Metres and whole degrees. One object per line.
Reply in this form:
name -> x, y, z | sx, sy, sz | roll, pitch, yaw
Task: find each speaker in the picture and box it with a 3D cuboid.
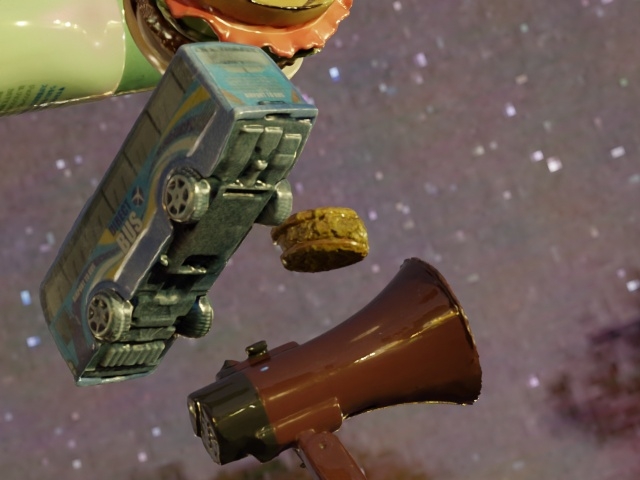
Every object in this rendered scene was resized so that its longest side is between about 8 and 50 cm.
speaker -> 0.035, 0.203, 1.960 | 0.329, 0.259, 0.198 | -29, -9, -19

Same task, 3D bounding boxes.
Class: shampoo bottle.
shampoo bottle -> -0.280, -0.205, 1.681 | 0.349, 0.151, 0.222 | -13, 3, -35

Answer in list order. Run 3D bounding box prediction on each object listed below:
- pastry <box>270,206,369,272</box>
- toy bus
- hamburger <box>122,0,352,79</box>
pastry -> 0.000, 0.000, 1.747 | 0.109, 0.057, 0.097 | -21, -15, 29
toy bus -> -0.091, -0.013, 1.018 | 0.079, 0.094, 0.236 | 1, -43, -41
hamburger -> -0.070, -0.180, 1.211 | 0.175, 0.175, 0.137 | -2, -32, -34
